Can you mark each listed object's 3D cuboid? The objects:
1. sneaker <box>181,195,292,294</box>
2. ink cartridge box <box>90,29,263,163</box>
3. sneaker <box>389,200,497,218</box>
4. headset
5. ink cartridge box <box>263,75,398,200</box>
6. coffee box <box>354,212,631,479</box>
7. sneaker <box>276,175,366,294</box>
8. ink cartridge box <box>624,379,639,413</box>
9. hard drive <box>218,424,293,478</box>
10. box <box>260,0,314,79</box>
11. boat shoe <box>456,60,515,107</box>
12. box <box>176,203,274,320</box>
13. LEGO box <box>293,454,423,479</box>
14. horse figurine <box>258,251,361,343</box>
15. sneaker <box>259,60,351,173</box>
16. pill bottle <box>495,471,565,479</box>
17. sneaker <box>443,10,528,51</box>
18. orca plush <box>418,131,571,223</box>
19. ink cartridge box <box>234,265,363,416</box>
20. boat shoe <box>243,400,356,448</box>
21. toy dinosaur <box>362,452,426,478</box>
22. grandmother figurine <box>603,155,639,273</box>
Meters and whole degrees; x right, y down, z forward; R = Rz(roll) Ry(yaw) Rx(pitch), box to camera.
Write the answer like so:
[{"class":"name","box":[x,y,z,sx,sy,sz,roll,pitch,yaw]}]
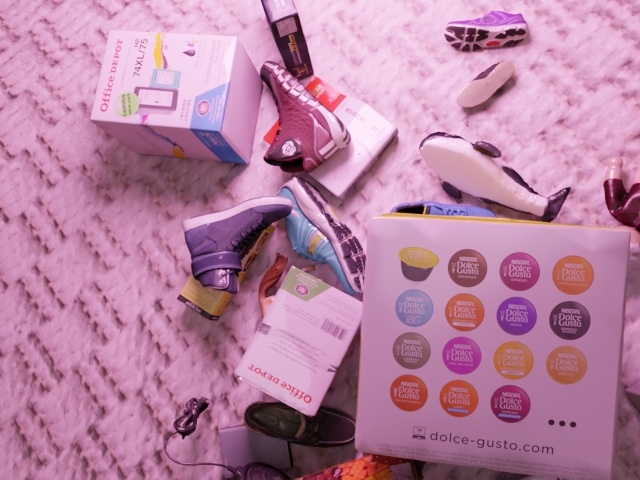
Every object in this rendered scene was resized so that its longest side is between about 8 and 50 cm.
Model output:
[{"class":"sneaker","box":[-0.146,0.014,1.066,0.226,0.086,0.163,-17,71,11]},{"class":"ink cartridge box","box":[-0.285,-0.290,1.150,0.270,0.197,0.198,6,81,11]},{"class":"sneaker","box":[0.239,-0.040,1.082,0.209,0.082,0.069,3,79,8]},{"class":"headset","box":[-0.155,0.483,1.026,0.243,0.185,0.394,-28,98,5]},{"class":"ink cartridge box","box":[0.015,-0.223,1.165,0.232,0.066,0.189,39,88,10]},{"class":"coffee box","box":[0.242,0.130,0.890,0.337,0.338,0.334,4,93,9]},{"class":"sneaker","box":[0.000,0.000,1.119,0.110,0.107,0.275,-42,71,20]},{"class":"ink cartridge box","box":[0.614,0.251,0.912,0.139,0.191,0.082,-34,77,2]},{"class":"hard drive","box":[-0.127,0.406,1.090,0.135,0.022,0.094,-12,78,7]},{"class":"box","box":[-0.081,-0.459,1.129,0.059,0.233,0.183,-20,78,2]},{"class":"boat shoe","box":[0.332,-0.315,1.137,0.133,0.042,0.049,-37,102,2]},{"class":"box","box":[-0.193,0.045,1.147,0.087,0.058,0.232,30,86,13]},{"class":"LEGO box","box":[0.051,0.623,0.853,0.372,0.193,0.500,-21,99,5]},{"class":"horse figurine","box":[-0.045,0.157,1.101,0.174,0.066,0.263,-33,79,-4]},{"class":"sneaker","box":[-0.078,-0.242,1.138,0.162,0.106,0.281,-45,59,5]},{"class":"pill bottle","box":[0.391,0.479,0.948,0.112,0.112,0.187,-26,77,4]},{"class":"sneaker","box":[0.339,-0.439,1.155,0.169,0.068,0.071,-1,64,0]},{"class":"orca plush","box":[0.336,-0.146,1.076,0.287,0.151,0.102,19,52,15]},{"class":"ink cartridge box","box":[-0.035,0.183,1.013,0.160,0.092,0.219,28,75,2]},{"class":"boat shoe","box":[-0.035,0.347,1.044,0.223,0.073,0.080,10,76,-1]},{"class":"toy dinosaur","box":[0.185,0.344,0.994,0.313,0.160,0.121,-30,89,-8]},{"class":"grandmother figurine","box":[0.620,-0.081,1.024,0.208,0.104,0.342,35,90,41]}]
